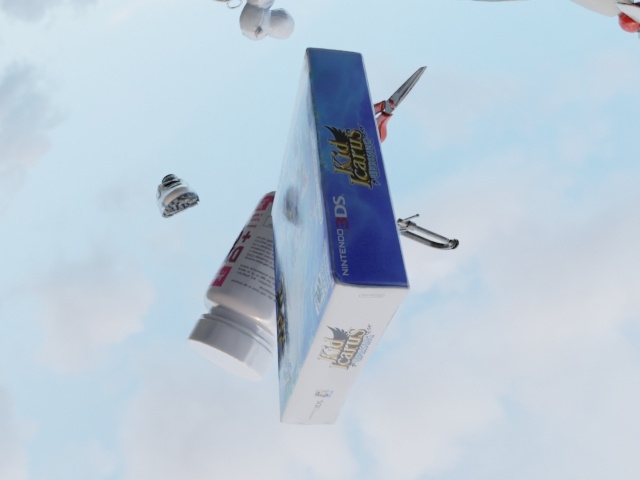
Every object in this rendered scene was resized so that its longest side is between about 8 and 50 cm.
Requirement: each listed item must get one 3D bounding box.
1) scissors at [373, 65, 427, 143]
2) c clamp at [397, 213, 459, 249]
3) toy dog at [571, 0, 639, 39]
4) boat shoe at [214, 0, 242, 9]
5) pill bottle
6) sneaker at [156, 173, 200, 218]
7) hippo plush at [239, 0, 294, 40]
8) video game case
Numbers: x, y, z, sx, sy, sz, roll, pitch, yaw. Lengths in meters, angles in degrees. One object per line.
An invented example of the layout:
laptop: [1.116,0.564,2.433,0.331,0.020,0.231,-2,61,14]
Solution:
scissors: [0.131,-0.238,1.153,0.021,0.109,0.297,-29,-169,-24]
c clamp: [0.200,-0.009,1.191,0.137,0.160,0.022,-6,-115,60]
toy dog: [0.434,-0.395,0.897,0.333,0.161,0.220,19,-112,0]
boat shoe: [-0.234,-0.646,1.538,0.136,0.156,0.367,-26,-147,18]
pill bottle: [-0.090,0.073,1.022,0.160,0.160,0.283,6,-121,39]
sneaker: [-0.301,-0.095,1.284,0.085,0.086,0.237,-24,-172,-14]
hippo plush: [-0.167,-0.736,1.918,0.234,0.294,0.236,-153,-117,-62]
video game case: [0.000,0.000,0.595,0.061,0.244,0.269,3,-129,-11]
